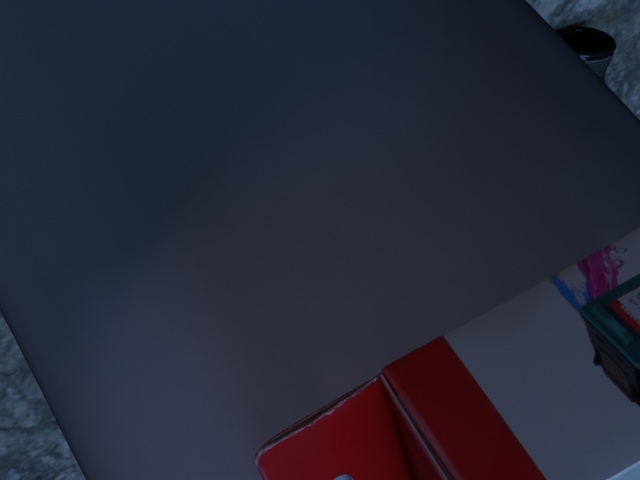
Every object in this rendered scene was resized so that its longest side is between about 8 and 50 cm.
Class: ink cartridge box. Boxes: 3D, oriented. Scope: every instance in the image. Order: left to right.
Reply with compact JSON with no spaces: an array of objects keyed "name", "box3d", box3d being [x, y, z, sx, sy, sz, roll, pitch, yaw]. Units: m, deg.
[{"name":"ink cartridge box","box3d":[0.105,0.072,0.498,0.231,0.078,0.134,-28,142,-8]}]

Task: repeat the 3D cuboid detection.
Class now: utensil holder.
[{"name":"utensil holder","box3d":[0.000,0.000,0.723,0.327,0.385,0.328,-20,140,-18]}]

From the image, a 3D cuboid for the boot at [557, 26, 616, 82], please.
[{"name":"boot","box3d":[0.107,-0.046,1.025,0.246,0.083,0.161,-33,136,-13]}]
